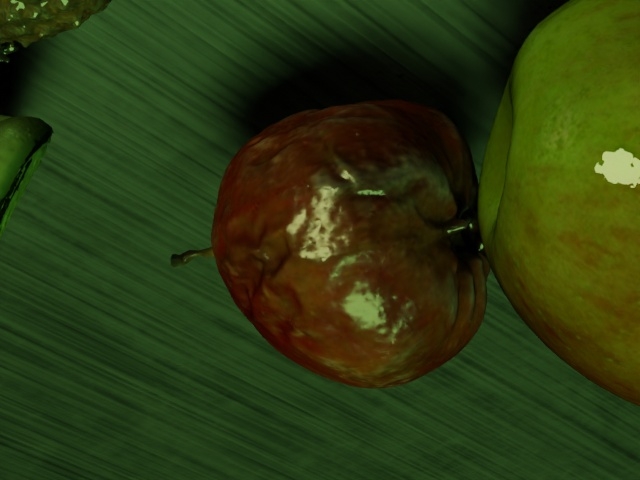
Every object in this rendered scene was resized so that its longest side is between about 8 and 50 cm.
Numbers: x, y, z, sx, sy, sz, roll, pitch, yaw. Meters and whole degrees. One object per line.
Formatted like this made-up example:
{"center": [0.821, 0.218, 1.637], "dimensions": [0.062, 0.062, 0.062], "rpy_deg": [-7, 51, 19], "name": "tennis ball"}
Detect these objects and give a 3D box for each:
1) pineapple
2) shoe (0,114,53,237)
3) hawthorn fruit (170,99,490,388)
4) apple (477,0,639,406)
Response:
{"center": [-0.241, -0.166, 1.126], "dimensions": [0.237, 0.111, 0.119], "rpy_deg": [-22, 112, 38], "name": "pineapple"}
{"center": [-0.290, -0.035, 1.221], "dimensions": [0.128, 0.140, 0.262], "rpy_deg": [14, 177, -16], "name": "shoe"}
{"center": [0.000, 0.000, 1.277], "dimensions": [0.272, 0.242, 0.242], "rpy_deg": [-3, 148, 27], "name": "hawthorn fruit"}
{"center": [0.274, -0.035, 1.148], "dimensions": [0.340, 0.339, 0.339], "rpy_deg": [-2, 145, -1], "name": "apple"}
